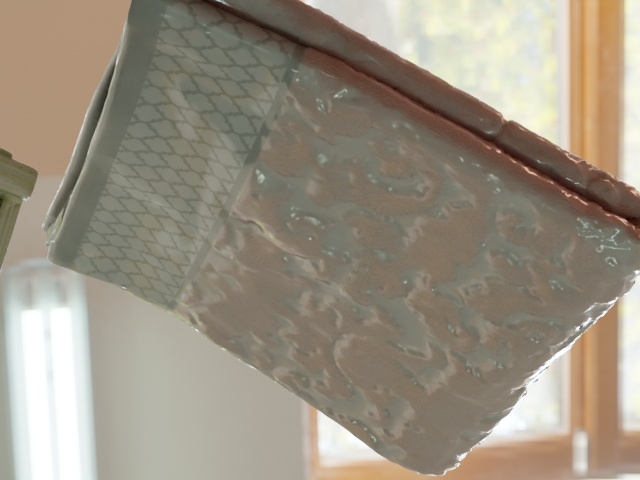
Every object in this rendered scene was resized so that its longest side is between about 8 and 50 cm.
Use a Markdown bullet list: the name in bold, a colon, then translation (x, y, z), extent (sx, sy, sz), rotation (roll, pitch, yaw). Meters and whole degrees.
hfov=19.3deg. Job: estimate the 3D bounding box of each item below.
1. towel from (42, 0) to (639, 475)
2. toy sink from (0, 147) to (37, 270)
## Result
- **towel**: translation (0.000, 0.000, 1.112), extent (0.317, 0.332, 0.053), rotation (29, -122, -2)
- **toy sink**: translation (-0.254, -0.016, 0.990), extent (0.131, 0.234, 0.153), rotation (11, 171, 34)
